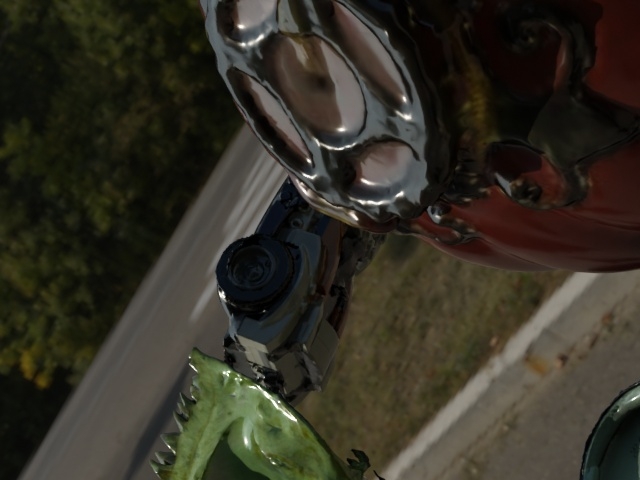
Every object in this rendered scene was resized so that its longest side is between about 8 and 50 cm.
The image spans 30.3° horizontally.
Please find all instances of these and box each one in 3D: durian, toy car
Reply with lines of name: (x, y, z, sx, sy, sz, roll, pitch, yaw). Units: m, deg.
durian: (0.048, 0.232, 0.731, 0.163, 0.394, 0.198, -17, -35, -53)
toy car: (0.002, 0.000, 1.099, 0.301, 0.118, 0.193, -60, -21, -23)

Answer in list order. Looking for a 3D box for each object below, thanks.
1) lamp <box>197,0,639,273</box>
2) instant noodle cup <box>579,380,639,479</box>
lamp: (0.080, -0.125, 0.475, 0.257, 0.303, 0.303, -43, -1, -29)
instant noodle cup: (0.341, 0.216, 0.961, 0.207, 0.232, 0.207, -42, 36, 41)
